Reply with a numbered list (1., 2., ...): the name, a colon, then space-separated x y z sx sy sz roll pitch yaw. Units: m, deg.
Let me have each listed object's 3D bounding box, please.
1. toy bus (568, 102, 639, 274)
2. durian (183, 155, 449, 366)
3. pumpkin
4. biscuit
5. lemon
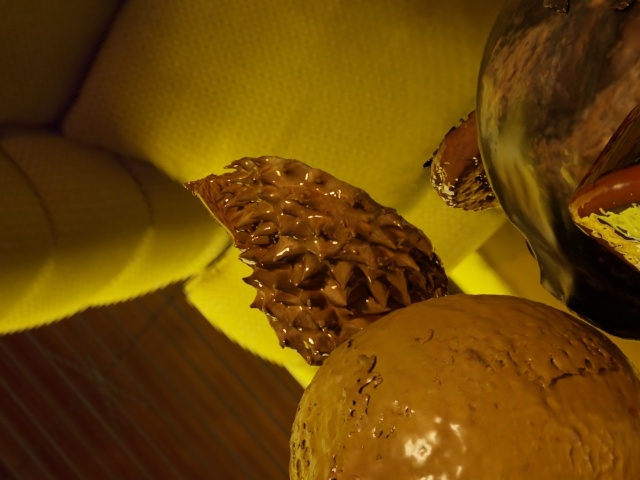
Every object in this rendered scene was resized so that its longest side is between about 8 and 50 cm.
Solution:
1. toy bus: 0.311 0.069 0.598 0.093 0.409 0.092 -53 177 -22
2. durian: 0.013 0.003 1.242 0.195 0.305 0.185 -42 -166 54
3. pumpkin: 0.340 -0.106 0.959 0.454 0.454 0.344 -31 122 -44
4. biscuit: 0.276 -0.127 1.586 0.296 0.075 0.296 -23 160 -9
5. lemon: 0.123 0.166 0.916 0.310 0.258 0.258 5 141 -29
